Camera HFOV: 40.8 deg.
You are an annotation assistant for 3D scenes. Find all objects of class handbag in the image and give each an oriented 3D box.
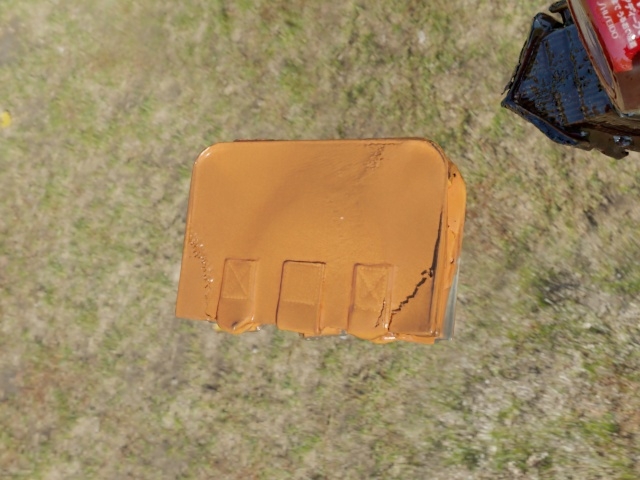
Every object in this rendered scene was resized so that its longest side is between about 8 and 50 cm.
[{"bbox_3d":[0.000,0.000,1.277,0.410,0.116,0.303,2,79,22],"label":"handbag"}]

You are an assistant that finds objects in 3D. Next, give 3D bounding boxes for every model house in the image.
[{"bbox_3d":[0.538,-0.305,1.665,0.282,0.317,0.297,-24,68,59],"label":"model house"}]

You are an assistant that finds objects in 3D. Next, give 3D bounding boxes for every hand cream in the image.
[{"bbox_3d":[0.346,-0.242,0.922,0.125,0.193,0.193,-25,63,15],"label":"hand cream"}]
